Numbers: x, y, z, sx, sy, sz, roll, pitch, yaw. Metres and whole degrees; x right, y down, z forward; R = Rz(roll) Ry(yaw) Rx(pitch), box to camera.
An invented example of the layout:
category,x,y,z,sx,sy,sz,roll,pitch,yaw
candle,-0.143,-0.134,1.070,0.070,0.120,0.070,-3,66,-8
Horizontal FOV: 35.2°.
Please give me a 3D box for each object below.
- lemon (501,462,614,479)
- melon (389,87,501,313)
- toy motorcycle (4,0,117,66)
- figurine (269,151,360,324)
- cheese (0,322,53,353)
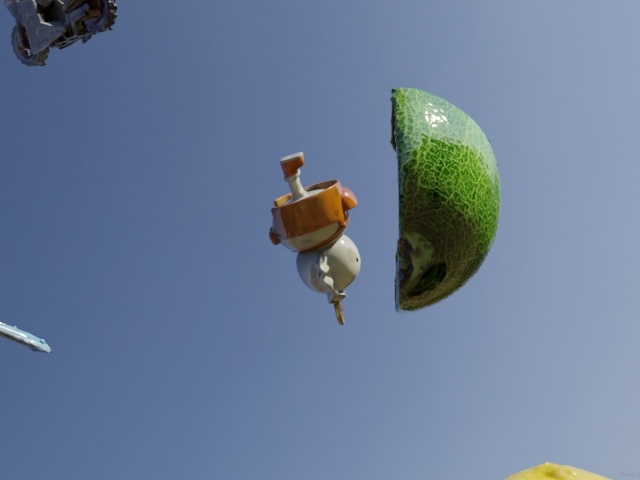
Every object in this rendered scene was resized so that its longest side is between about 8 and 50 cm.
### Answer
category,x,y,z,sx,sy,sz,roll,pitch,yaw
lemon,0.243,0.375,1.052,0.284,0.260,0.260,-34,-27,-54
melon,0.142,-0.022,1.126,0.129,0.169,0.265,0,-58,3
toy motorcycle,-0.360,-0.321,1.385,0.215,0.122,0.080,-15,8,38
figurine,-0.010,0.000,1.545,0.143,0.143,0.271,-12,-76,-39
cheese,-0.386,0.063,0.995,0.244,0.135,0.052,25,-96,-19
